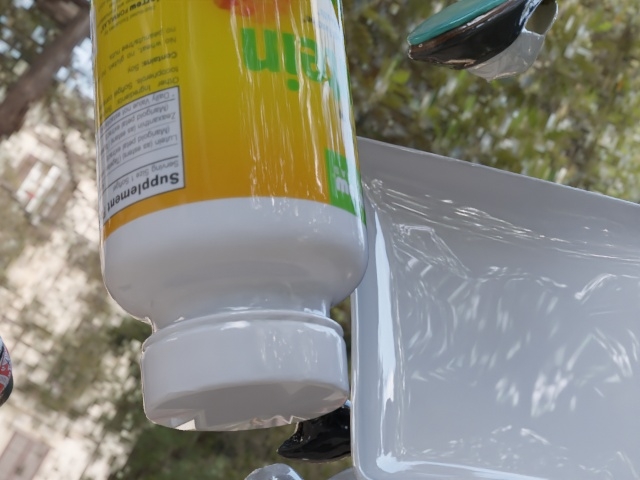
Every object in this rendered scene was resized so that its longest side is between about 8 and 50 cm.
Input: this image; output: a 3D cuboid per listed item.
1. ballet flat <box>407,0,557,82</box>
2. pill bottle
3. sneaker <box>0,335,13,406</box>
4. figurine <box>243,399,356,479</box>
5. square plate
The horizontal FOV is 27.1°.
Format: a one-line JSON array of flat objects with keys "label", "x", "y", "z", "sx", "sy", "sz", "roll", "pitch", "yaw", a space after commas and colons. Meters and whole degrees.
[{"label": "ballet flat", "x": 0.180, "y": -0.216, "z": 1.279, "sx": 0.095, "sy": 0.280, "sz": 0.096, "roll": -10, "pitch": -64, "yaw": 42}, {"label": "pill bottle", "x": -0.047, "y": -0.033, "z": 0.687, "sx": 0.136, "sy": 0.246, "sz": 0.136, "roll": -5, "pitch": -19, "yaw": -2}, {"label": "sneaker", "x": -0.409, "y": 0.172, "z": 1.275, "sx": 0.090, "sy": 0.270, "sz": 0.145, "roll": 33, "pitch": -33, "yaw": 18}, {"label": "figurine", "x": 0.037, "y": 0.196, "z": 1.123, "sx": 0.209, "sy": 0.215, "sz": 0.092, "roll": 0, "pitch": -71, "yaw": 24}, {"label": "square plate", "x": 0.173, "y": 0.081, "z": 1.027, "sx": 0.344, "sy": 0.347, "sz": 0.049, "roll": 12, "pitch": -46, "yaw": -14}]
